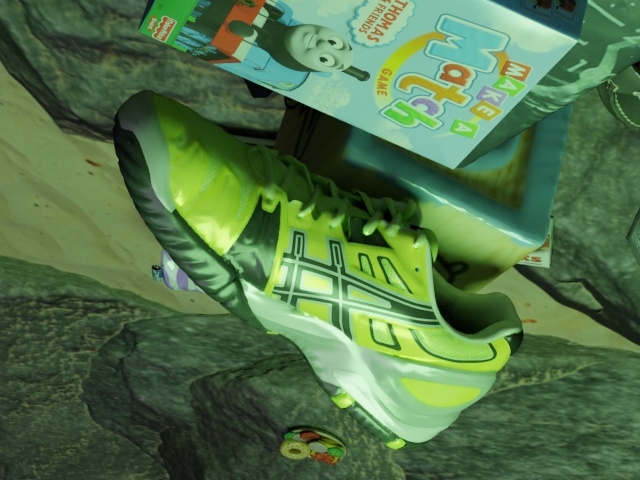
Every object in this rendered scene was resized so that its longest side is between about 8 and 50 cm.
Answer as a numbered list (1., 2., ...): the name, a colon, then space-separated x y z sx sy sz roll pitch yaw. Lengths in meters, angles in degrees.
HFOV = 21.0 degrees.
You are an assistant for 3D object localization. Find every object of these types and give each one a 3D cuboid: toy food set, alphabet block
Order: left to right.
1. toy food set: -0.008 0.261 2.189 0.083 0.020 0.082 19 149 -4
2. alphabet block: 0.077 -0.071 1.459 0.192 0.193 0.197 26 147 -14

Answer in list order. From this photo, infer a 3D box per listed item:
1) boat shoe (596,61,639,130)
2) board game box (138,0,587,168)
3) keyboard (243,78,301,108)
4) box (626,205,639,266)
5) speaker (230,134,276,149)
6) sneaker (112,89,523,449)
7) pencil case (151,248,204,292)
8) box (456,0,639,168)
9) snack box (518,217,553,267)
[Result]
1. boat shoe: 0.276 -0.163 1.301 0.112 0.095 0.335 3 149 -4
2. board game box: 0.020 -0.128 0.980 0.211 0.039 0.160 22 149 -12
3. keyboard: -0.028 -0.176 1.438 0.100 0.038 0.192 60 145 7
4. box: 0.362 -0.062 1.392 0.183 0.056 0.231 -15 151 -15
5. speaker: -0.071 -0.072 1.654 0.136 0.055 0.055 9 148 12
6. sneaker: 0.000 0.000 1.329 0.147 0.145 0.384 -39 121 18
7. pencil case: -0.064 0.016 1.771 0.206 0.086 0.088 6 124 13
8. box: 0.063 -0.342 0.944 0.480 0.297 0.472 30 144 -22
9. snack box: 0.138 -0.010 1.691 0.178 0.022 0.064 8 149 12
